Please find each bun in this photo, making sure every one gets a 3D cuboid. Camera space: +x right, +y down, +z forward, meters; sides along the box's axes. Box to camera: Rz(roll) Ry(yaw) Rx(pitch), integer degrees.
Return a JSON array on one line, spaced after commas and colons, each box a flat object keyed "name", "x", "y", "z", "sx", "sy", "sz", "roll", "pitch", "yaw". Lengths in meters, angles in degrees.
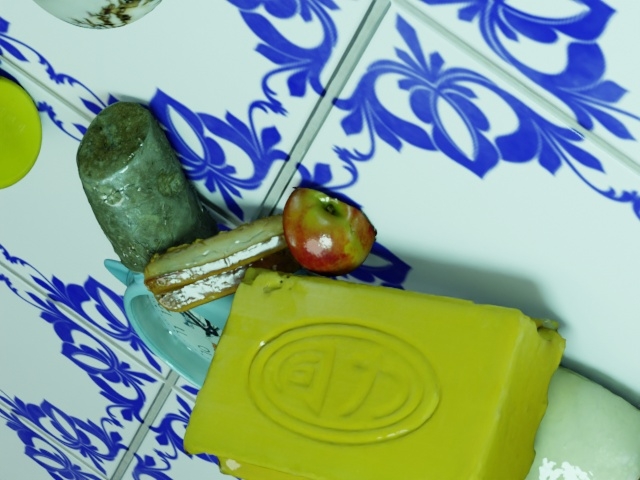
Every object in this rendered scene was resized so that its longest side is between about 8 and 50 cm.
[{"name": "bun", "x": 0.212, "y": 0.279, "z": 1.772, "sx": 0.364, "sy": 0.202, "sz": 0.364, "roll": 30, "pitch": 153, "yaw": 17}]

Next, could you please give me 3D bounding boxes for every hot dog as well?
[{"name": "hot dog", "x": -0.094, "y": 0.023, "z": 1.793, "sx": 0.165, "sy": 0.045, "sz": 0.071, "roll": -18, "pitch": 140, "yaw": 5}]

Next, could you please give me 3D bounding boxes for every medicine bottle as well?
[{"name": "medicine bottle", "x": -0.393, "y": -0.106, "z": 1.944, "sx": 0.212, "sy": 0.122, "sz": 0.122, "roll": -4, "pitch": 133, "yaw": 53}]

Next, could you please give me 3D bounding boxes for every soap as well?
[{"name": "soap", "x": 0.043, "y": 0.138, "z": 1.670, "sx": 0.324, "sy": 0.204, "sz": 0.096, "roll": 7, "pitch": 162, "yaw": 34}]

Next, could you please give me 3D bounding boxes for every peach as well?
[{"name": "peach", "x": 0.000, "y": -0.001, "z": 1.718, "sx": 0.098, "sy": 0.061, "sz": 0.098, "roll": 21, "pitch": 147, "yaw": 14}]

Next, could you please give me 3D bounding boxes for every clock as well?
[{"name": "clock", "x": -0.103, "y": 0.084, "z": 1.950, "sx": 0.274, "sy": 0.094, "sz": 0.223, "roll": 22, "pitch": 150, "yaw": 29}]

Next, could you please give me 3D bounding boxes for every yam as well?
[{"name": "yam", "x": -0.176, "y": -0.044, "z": 1.810, "sx": 0.107, "sy": 0.107, "sz": 0.183, "roll": 16, "pitch": 145, "yaw": 35}]

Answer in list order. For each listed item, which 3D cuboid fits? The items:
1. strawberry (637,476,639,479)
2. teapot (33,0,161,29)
[{"name": "strawberry", "x": 0.382, "y": 0.241, "z": 1.580, "sx": 0.233, "sy": 0.137, "sz": 0.306, "roll": -11, "pitch": 154, "yaw": 22}, {"name": "teapot", "x": -0.180, "y": -0.268, "z": 1.419, "sx": 0.208, "sy": 0.166, "sz": 0.300, "roll": 60, "pitch": 159, "yaw": -7}]
